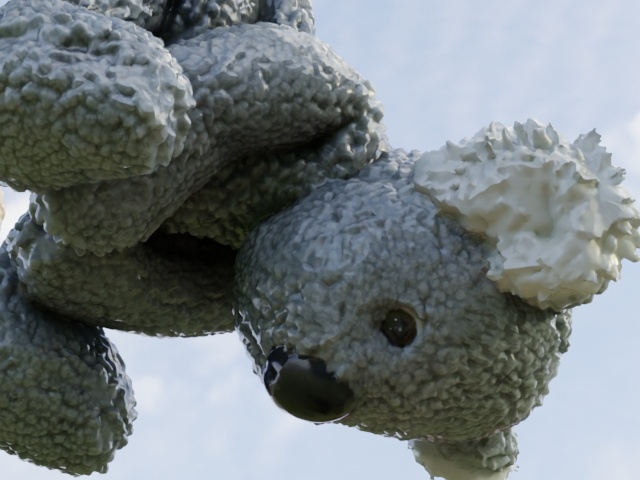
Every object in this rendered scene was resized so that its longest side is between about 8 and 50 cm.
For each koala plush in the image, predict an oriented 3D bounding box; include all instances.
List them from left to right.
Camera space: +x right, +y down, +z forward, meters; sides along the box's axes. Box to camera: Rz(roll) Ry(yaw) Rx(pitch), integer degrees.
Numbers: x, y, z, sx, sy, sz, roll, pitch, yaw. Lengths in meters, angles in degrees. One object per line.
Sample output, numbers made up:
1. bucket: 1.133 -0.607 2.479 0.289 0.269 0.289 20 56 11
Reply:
1. koala plush: 0.000 0.000 0.518 0.221 0.203 0.196 25 -50 12

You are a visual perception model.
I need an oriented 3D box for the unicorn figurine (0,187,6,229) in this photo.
1. unicorn figurine: -0.258 -0.061 0.946 0.111 0.161 0.060 22 -31 -5
